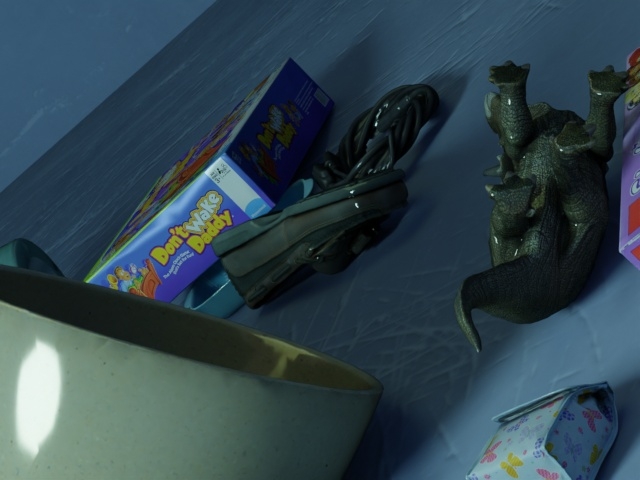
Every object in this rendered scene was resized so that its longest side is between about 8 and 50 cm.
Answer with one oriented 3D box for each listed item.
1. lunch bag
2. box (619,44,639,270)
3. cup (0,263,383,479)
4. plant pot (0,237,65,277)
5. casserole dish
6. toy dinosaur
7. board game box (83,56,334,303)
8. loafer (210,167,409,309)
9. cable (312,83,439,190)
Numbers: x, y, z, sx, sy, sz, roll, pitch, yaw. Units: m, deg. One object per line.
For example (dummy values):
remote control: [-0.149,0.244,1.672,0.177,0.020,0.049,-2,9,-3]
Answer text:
lunch bag: [0.136,0.121,1.203,0.071,0.053,0.083,-30,14,44]
box: [0.293,-0.105,1.330,0.201,0.057,0.293,-40,17,27]
cup: [-0.146,0.170,1.434,0.331,0.331,0.237,-153,79,-74]
plant pot: [-0.399,0.134,2.253,0.255,0.271,0.271,-29,19,9]
casserole dish: [-0.063,0.014,2.032,0.188,0.037,0.114,-44,16,15]
toy dinosaur: [0.161,-0.021,1.385,0.121,0.160,0.313,-4,43,10]
board game box: [-0.119,-0.053,2.189,0.233,0.078,0.347,-42,9,22]
loafer: [0.000,0.000,1.861,0.096,0.084,0.267,-19,0,-38]
cable: [0.063,-0.095,1.968,0.150,0.047,0.184,-42,13,-2]
